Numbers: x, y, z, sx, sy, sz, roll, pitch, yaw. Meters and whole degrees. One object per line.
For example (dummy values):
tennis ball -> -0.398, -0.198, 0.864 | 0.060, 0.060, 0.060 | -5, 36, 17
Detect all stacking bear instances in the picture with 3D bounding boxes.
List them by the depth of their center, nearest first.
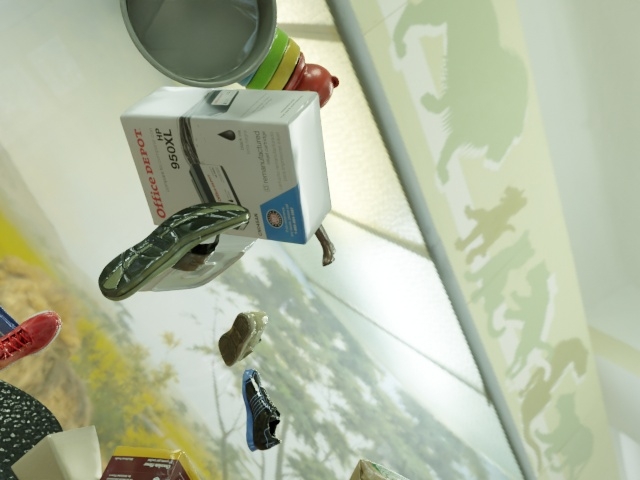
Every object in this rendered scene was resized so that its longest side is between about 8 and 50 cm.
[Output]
stacking bear -> -0.101, -0.387, 1.462 | 0.289, 0.175, 0.164 | 27, 36, -19

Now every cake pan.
cake pan -> -0.222, -0.425, 1.196 | 0.293, 0.293, 0.054 | 55, -19, -21

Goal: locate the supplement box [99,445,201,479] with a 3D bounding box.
supplement box -> -0.282, 0.473, 1.058 | 0.129, 0.194, 0.191 | -3, -52, 18

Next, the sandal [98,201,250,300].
sandal -> -0.262, 0.021, 1.197 | 0.120, 0.303, 0.086 | 29, -32, 49

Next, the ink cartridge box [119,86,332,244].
ink cartridge box -> -0.197, -0.167, 1.416 | 0.395, 0.166, 0.285 | 7, -54, 22

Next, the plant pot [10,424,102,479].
plant pot -> -0.448, 0.401, 1.143 | 0.096, 0.109, 0.109 | 56, 18, 19

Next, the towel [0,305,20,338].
towel -> -1.018, 0.262, 1.857 | 0.040, 0.336, 0.243 | -92, 161, -48

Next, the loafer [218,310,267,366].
loafer -> -0.226, 0.293, 1.942 | 0.102, 0.092, 0.268 | 63, -38, 20

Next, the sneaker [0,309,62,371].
sneaker -> -0.696, 0.245, 1.475 | 0.087, 0.221, 0.128 | 52, 1, -4

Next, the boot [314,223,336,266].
boot -> 0.000, 0.000, 1.662 | 0.106, 0.037, 0.114 | -76, 142, -66

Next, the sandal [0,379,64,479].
sandal -> -0.710, 0.364, 1.363 | 0.446, 0.167, 0.107 | 38, -43, 3

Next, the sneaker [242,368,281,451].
sneaker -> -0.158, 0.460, 1.798 | 0.081, 0.091, 0.232 | 54, 23, -59

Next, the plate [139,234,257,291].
plate -> -0.320, 0.062, 1.680 | 0.278, 0.277, 0.045 | 0, 60, -56

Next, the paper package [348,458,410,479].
paper package -> 0.176, 0.705, 1.462 | 0.325, 0.309, 0.168 | 33, -13, -21
